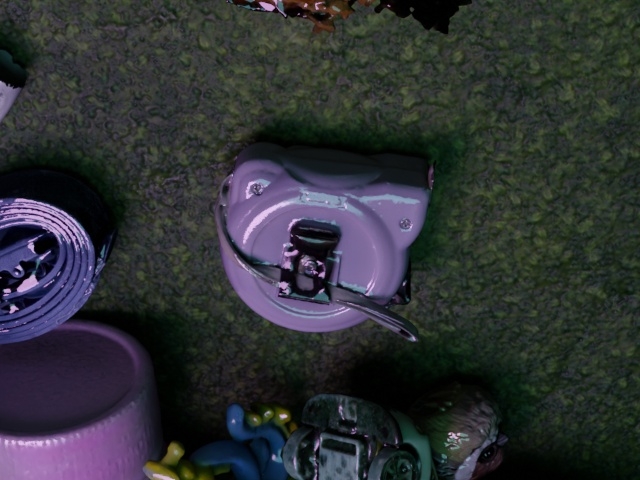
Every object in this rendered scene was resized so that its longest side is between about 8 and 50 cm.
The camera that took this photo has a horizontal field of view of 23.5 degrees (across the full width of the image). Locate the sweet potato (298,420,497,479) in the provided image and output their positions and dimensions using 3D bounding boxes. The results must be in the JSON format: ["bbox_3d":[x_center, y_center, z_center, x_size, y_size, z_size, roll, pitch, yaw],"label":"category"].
[{"bbox_3d":[0.101,0.234,1.557,0.265,0.057,0.057,25,119,-12],"label":"sweet potato"}]

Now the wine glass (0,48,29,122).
[{"bbox_3d":[-0.354,-0.076,1.391,0.074,0.074,0.262,37,116,-18],"label":"wine glass"}]

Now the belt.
[{"bbox_3d":[-0.280,0.013,1.430,0.190,0.082,0.141,-29,113,20],"label":"belt"}]

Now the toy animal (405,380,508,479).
[{"bbox_3d":[0.120,0.196,1.514,0.137,0.098,0.098,-18,119,29],"label":"toy animal"}]

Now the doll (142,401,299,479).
[{"bbox_3d":[-0.085,0.325,1.483,0.099,0.341,0.346,21,97,31],"label":"doll"}]

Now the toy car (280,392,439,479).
[{"bbox_3d":[0.049,0.294,1.465,0.136,0.125,0.305,6,98,47],"label":"toy car"}]

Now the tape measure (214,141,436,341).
[{"bbox_3d":[0.002,0.003,1.395,0.196,0.105,0.178,2,122,1],"label":"tape measure"}]

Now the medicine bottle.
[{"bbox_3d":[-0.243,0.287,1.514,0.219,0.219,0.388,1,122,3],"label":"medicine bottle"}]

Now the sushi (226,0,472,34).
[{"bbox_3d":[0.060,-0.269,1.171,0.349,0.207,0.234,-17,112,11],"label":"sushi"}]
